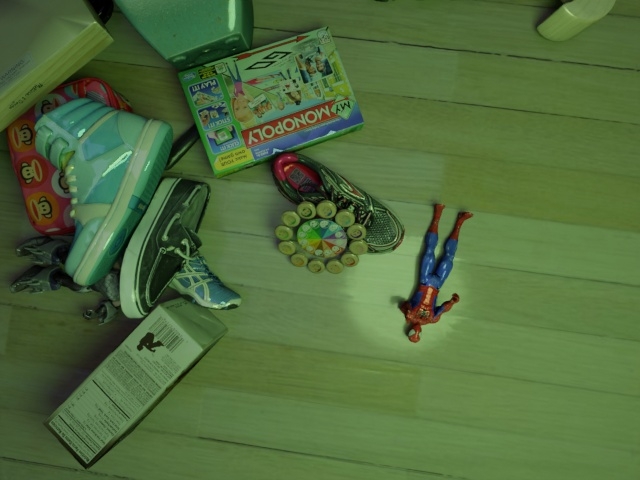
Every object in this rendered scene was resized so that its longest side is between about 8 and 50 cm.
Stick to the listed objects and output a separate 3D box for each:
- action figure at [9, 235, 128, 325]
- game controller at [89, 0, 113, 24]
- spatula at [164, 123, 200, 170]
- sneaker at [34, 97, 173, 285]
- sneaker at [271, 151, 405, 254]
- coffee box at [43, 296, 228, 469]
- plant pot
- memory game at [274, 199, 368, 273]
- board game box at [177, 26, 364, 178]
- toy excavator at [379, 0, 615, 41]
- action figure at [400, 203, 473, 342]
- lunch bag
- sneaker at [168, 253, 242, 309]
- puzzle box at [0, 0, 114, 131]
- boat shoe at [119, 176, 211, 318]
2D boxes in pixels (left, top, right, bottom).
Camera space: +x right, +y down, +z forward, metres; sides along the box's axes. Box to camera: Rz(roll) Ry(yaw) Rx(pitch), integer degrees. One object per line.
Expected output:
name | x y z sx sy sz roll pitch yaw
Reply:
action figure | -0.469 0.076 0.807 0.285 0.099 0.185 11 108 11
game controller | -0.589 -0.447 0.842 0.319 0.067 0.166 -39 88 1
spatula | -0.236 -0.261 0.842 0.084 0.030 0.296 40 90 1
sneaker | -0.412 -0.097 0.692 0.208 0.127 0.319 22 74 -12
sneaker | 0.028 -0.067 0.789 0.299 0.112 0.121 30 90 2
coffee box | -0.338 0.255 0.770 0.119 0.168 0.297 44 92 2
plant pot | -0.247 -0.467 0.751 0.247 0.248 0.252 -20 101 2
memory game | 0.000 0.000 0.779 0.186 0.012 0.186 5 131 6
board game box | -0.096 -0.279 0.810 0.317 0.046 0.214 -21 88 -6
toy excavator | 0.307 -0.583 0.753 0.445 0.222 0.433 -13 90 -7
action figure | 0.223 0.071 0.771 0.091 0.139 0.280 17 92 4
lunch bag | -0.462 -0.165 0.813 0.258 0.120 0.293 -15 90 -2
sneaker | -0.252 0.074 0.813 0.211 0.080 0.081 26 92 2
puzzle box | -0.616 -0.350 0.766 0.409 0.052 0.272 -37 70 2
boat shoe | -0.278 0.005 0.756 0.102 0.108 0.301 5 54 3
